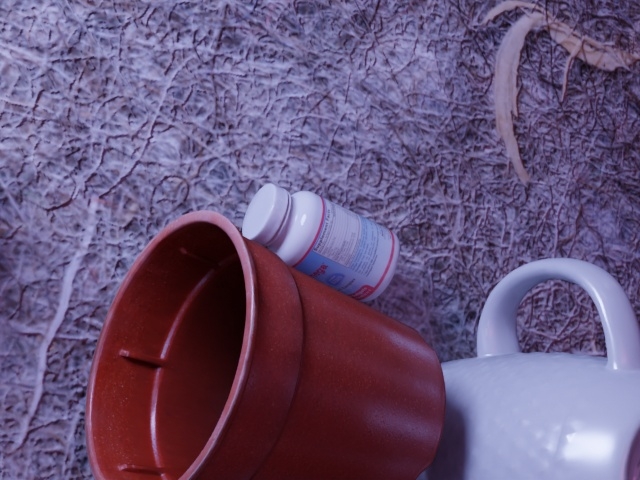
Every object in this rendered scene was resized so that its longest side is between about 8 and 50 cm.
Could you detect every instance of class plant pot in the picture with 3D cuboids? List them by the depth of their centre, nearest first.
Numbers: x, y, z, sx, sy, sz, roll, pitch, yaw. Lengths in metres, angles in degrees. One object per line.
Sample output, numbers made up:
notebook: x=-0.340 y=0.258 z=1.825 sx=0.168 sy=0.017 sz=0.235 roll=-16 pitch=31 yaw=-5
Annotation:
plant pot: x=-0.041 y=0.142 z=1.035 sx=0.265 sy=0.272 sz=0.272 roll=22 pitch=71 yaw=-35

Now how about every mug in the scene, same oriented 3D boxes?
mug: x=0.251 y=0.205 z=1.140 sx=0.276 sy=0.328 sz=0.374 roll=4 pitch=79 yaw=-30

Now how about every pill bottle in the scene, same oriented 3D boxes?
pill bottle: x=0.000 y=0.000 z=1.170 sx=0.160 sy=0.087 sz=0.087 roll=25 pitch=70 yaw=-24
